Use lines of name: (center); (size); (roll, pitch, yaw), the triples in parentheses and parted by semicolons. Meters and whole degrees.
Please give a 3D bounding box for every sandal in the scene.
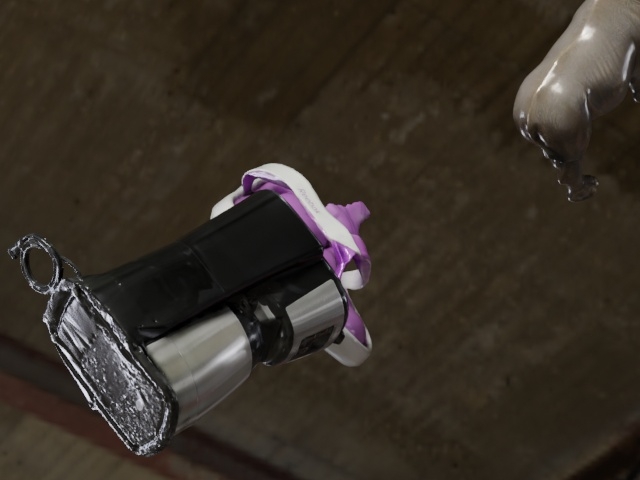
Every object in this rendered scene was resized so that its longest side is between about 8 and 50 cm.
sandal: (-0.011, -0.010, 1.346); (0.169, 0.416, 0.102); (42, -84, -13)

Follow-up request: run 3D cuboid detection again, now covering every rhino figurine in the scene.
rhino figurine: (0.239, -0.158, 1.240); (0.073, 0.243, 0.106); (19, -21, 43)

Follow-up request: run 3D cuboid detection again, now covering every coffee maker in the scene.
coffee maker: (-0.091, 0.035, 1.060); (0.120, 0.178, 0.171); (-17, -80, 52)
